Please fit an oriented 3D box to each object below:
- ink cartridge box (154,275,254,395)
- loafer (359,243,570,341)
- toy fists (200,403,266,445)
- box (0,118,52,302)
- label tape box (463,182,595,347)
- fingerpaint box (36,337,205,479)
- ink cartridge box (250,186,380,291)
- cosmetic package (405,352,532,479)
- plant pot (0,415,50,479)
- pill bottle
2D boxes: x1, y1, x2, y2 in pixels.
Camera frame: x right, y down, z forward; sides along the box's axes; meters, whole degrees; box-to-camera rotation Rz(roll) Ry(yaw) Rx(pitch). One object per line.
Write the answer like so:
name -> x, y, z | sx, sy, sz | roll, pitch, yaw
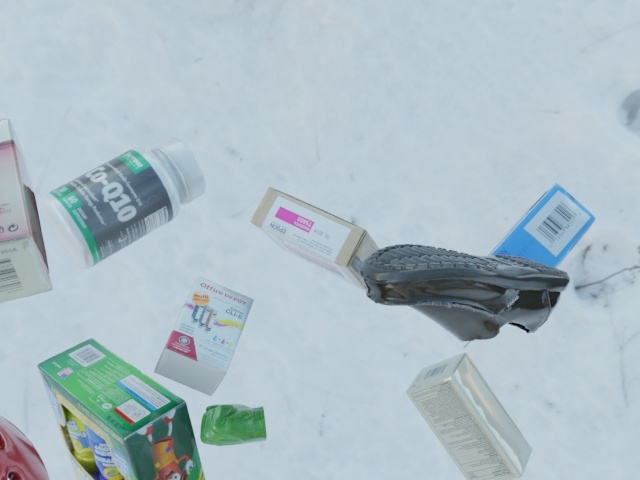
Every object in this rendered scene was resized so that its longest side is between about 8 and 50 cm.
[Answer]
ink cartridge box -> -0.229, 0.188, 1.392 | 0.128, 0.127, 0.176 | 24, 50, -7
loafer -> 0.130, 0.053, 0.608 | 0.220, 0.080, 0.078 | 6, 100, -29
toy fists -> -0.200, 0.415, 1.588 | 0.142, 0.279, 0.096 | -6, 76, -9
box -> -0.487, -0.040, 1.031 | 0.126, 0.149, 0.232 | -14, 58, -16
label tape box -> 0.363, 0.062, 1.380 | 0.106, 0.334, 0.240 | 43, 71, 10
fingerpaint box -> -0.464, 0.485, 1.658 | 0.163, 0.444, 0.371 | -27, 121, -36
ink cartridge box -> 0.000, 0.000, 1.425 | 0.234, 0.193, 0.088 | 26, 82, 25
cosmetic package -> 0.375, 0.455, 1.770 | 0.309, 0.160, 0.113 | 56, 40, -6
plant pot -> -0.268, 0.157, 0.373 | 0.191, 0.174, 0.191 | -3, 60, 6
pill bottle -> -0.478, -0.103, 1.731 | 0.361, 0.204, 0.204 | -35, 90, -27
